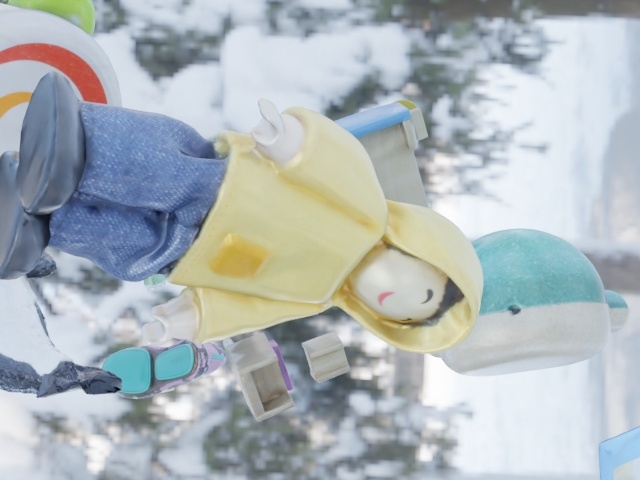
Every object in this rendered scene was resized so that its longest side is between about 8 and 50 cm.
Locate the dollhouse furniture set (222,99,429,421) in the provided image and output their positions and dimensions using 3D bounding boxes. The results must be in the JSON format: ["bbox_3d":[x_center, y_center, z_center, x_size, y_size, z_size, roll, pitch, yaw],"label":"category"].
[{"bbox_3d":[0.000,0.000,1.718,0.198,0.303,0.286,-132,22,-68],"label":"dollhouse furniture set"}]

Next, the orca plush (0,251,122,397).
[{"bbox_3d":[-0.291,0.092,1.403,0.151,0.287,0.102,-42,-40,-33],"label":"orca plush"}]

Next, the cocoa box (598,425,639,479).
[{"bbox_3d":[0.417,0.236,1.125,0.228,0.347,0.231,36,-139,-30],"label":"cocoa box"}]

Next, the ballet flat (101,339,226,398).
[{"bbox_3d":[-0.214,0.181,2.061,0.079,0.222,0.076,13,-111,-43],"label":"ballet flat"}]

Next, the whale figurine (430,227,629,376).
[{"bbox_3d":[0.207,0.066,1.526,0.272,0.216,0.141,30,-129,-75],"label":"whale figurine"}]

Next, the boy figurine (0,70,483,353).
[{"bbox_3d":[-0.037,0.002,0.811,0.177,0.285,0.092,-53,34,32],"label":"boy figurine"}]

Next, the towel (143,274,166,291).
[{"bbox_3d":[-0.155,-0.037,1.330,0.113,0.023,0.152,-125,28,-81],"label":"towel"}]

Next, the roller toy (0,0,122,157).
[{"bbox_3d":[-0.270,-0.102,1.159,0.146,0.209,0.191,30,140,44],"label":"roller toy"}]
